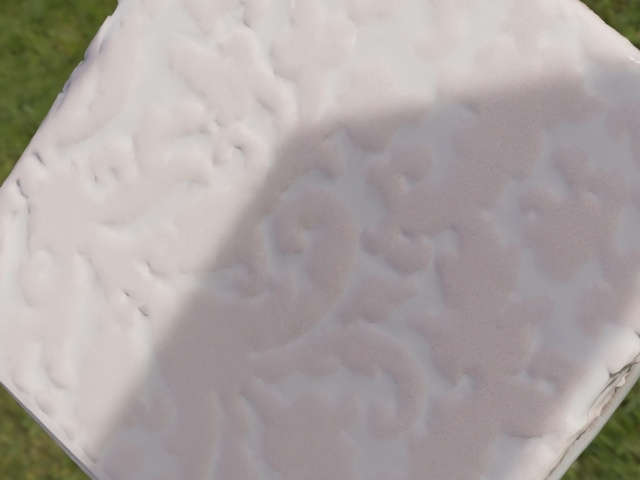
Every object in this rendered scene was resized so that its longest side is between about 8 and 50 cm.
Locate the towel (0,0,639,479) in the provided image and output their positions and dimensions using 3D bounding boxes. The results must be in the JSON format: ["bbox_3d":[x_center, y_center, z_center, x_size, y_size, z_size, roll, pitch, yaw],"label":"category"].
[{"bbox_3d":[0.000,0.000,0.812,0.317,0.053,0.332,42,108,20],"label":"towel"}]
